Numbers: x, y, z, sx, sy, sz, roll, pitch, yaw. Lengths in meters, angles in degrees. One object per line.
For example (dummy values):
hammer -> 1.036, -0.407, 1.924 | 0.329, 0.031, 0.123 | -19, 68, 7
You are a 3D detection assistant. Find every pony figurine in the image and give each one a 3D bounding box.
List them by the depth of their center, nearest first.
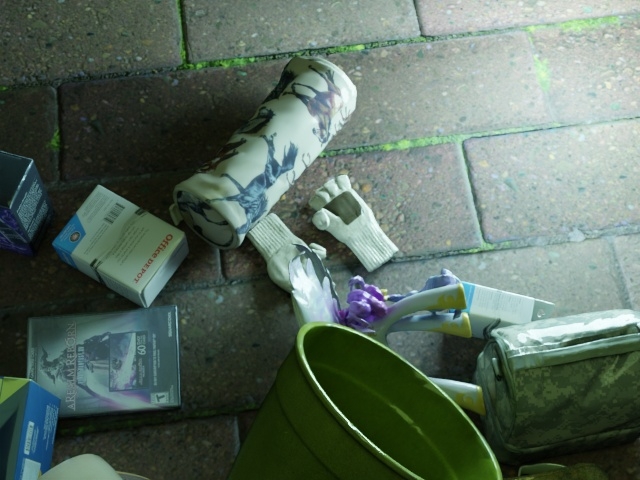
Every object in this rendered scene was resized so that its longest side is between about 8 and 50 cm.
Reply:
pony figurine -> 0.073, 0.167, 1.804 | 0.363, 0.303, 0.351 | -10, 94, 7

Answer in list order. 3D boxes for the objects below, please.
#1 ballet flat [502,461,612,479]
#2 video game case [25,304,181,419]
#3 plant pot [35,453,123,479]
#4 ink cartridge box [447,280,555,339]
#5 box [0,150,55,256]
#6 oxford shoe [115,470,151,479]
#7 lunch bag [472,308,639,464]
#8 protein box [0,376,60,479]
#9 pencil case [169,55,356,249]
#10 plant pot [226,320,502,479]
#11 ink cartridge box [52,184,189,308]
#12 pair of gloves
ballet flat -> 0.320, 0.427, 1.772 | 0.348, 0.123, 0.123 | -4, 64, -1
video game case -> -0.392, 0.221, 1.917 | 0.274, 0.026, 0.196 | -5, 64, -3
plant pot -> -0.344, 0.484, 1.549 | 0.191, 0.284, 0.284 | 31, 68, 21
ink cartridge box -> 0.321, 0.138, 1.909 | 0.180, 0.104, 0.060 | 13, 64, 7
box -> -0.597, -0.075, 1.961 | 0.153, 0.207, 0.108 | 14, 64, 7
oxford shoe -> -0.284, 0.450, 1.741 | 0.364, 0.133, 0.130 | 16, 65, 8
lunch bag -> 0.424, 0.229, 1.780 | 0.305, 0.256, 0.212 | -9, 64, -5
protein box -> -0.530, 0.336, 1.746 | 0.136, 0.201, 0.200 | 4, 73, 1
pencil case -> -0.110, -0.169, 2.034 | 0.183, 0.160, 0.410 | 16, 59, 48
plant pot -> 0.013, 0.370, 1.568 | 0.366, 0.366, 0.353 | 43, 106, 19
ink cartridge box -> -0.370, 0.013, 1.985 | 0.203, 0.086, 0.148 | 29, 68, 13
pair of gloves -> 0.000, 0.000, 2.015 | 0.240, 0.042, 0.204 | -28, 67, -12
